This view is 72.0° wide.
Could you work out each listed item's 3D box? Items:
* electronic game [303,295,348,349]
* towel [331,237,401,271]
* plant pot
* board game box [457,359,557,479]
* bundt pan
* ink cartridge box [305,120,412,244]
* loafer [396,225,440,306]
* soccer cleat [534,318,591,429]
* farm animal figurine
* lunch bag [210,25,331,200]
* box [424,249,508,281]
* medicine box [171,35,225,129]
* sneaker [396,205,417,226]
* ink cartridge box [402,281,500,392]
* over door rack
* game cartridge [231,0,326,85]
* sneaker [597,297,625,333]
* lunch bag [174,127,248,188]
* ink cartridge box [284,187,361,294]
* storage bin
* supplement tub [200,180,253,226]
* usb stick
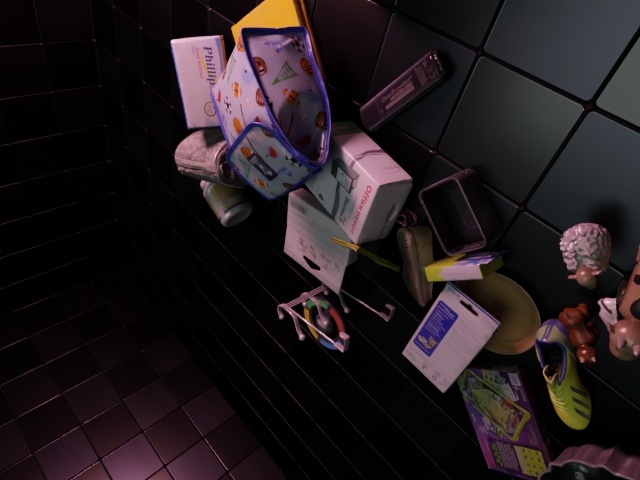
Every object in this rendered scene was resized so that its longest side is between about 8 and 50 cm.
[{"bbox_3d":[0.018,0.317,1.689,0.229,0.048,0.229,26,129,38],"label":"electronic game"},{"bbox_3d":[0.136,0.043,1.276,0.102,0.237,0.021,18,86,42],"label":"towel"},{"bbox_3d":[0.449,0.180,1.132,0.236,0.032,0.236,27,130,37],"label":"plant pot"},{"bbox_3d":[0.517,0.501,1.231,0.208,0.056,0.347,-13,101,47],"label":"board game box"},{"bbox_3d":[0.699,0.621,1.028,0.331,0.124,0.331,26,129,38],"label":"bundt pan"},{"bbox_3d":[0.094,-0.164,1.221,0.289,0.121,0.211,52,141,34],"label":"ink cartridge box"},{"bbox_3d":[0.280,0.071,1.212,0.102,0.092,0.268,-120,10,-54],"label":"loafer"},{"bbox_3d":[0.553,0.323,1.022,0.093,0.121,0.289,-3,109,49],"label":"soccer cleat"},{"bbox_3d":[0.605,0.139,0.787,0.330,0.172,0.326,5,108,35],"label":"farm animal figurine"},{"bbox_3d":[-0.136,-0.326,1.224,0.328,0.239,0.385,-20,89,61],"label":"lunch bag"},{"bbox_3d":[0.365,0.063,1.097,0.178,0.109,0.042,-9,100,51],"label":"box"},{"bbox_3d":[-0.378,-0.532,1.462,0.289,0.149,0.263,-109,13,-64],"label":"medicine box"},{"bbox_3d":[0.212,-0.080,1.231,0.119,0.057,0.047,41,139,27],"label":"sneaker"},{"bbox_3d":[0.356,0.260,1.199,0.165,0.065,0.332,44,137,26],"label":"ink cartridge box"},{"bbox_3d":[0.046,0.256,1.466,0.324,0.239,0.108,18,122,43],"label":"over door rack"},{"bbox_3d":[-0.136,-0.572,1.354,0.324,0.053,0.285,0,111,51],"label":"game cartridge"},{"bbox_3d":[0.619,0.169,0.932,0.044,0.040,0.109,2,107,60],"label":"sneaker"},{"bbox_3d":[-0.346,-0.302,1.576,0.305,0.256,0.212,18,124,43],"label":"lunch bag"},{"bbox_3d":[0.000,0.000,1.511,0.296,0.066,0.261,36,135,31],"label":"ink cartridge box"},{"bbox_3d":[0.339,-0.068,1.071,0.122,0.084,0.180,-24,93,52],"label":"storage bin"},{"bbox_3d":[-0.381,-0.172,1.782,0.199,0.144,0.144,56,141,9],"label":"supplement tub"},{"bbox_3d":[0.198,-0.362,1.093,0.278,0.045,0.077,-27,83,52],"label":"usb stick"}]
